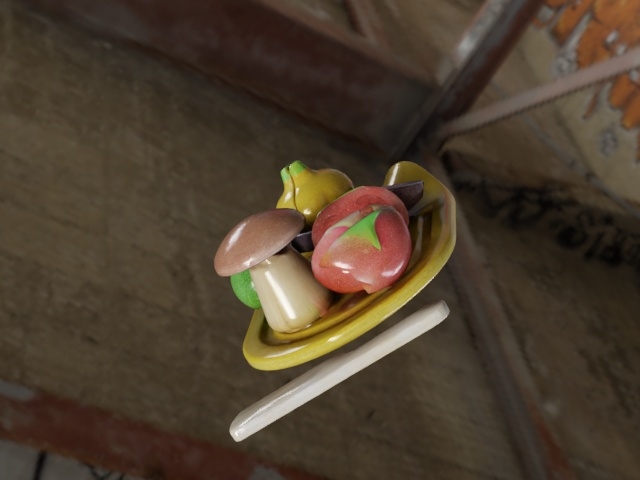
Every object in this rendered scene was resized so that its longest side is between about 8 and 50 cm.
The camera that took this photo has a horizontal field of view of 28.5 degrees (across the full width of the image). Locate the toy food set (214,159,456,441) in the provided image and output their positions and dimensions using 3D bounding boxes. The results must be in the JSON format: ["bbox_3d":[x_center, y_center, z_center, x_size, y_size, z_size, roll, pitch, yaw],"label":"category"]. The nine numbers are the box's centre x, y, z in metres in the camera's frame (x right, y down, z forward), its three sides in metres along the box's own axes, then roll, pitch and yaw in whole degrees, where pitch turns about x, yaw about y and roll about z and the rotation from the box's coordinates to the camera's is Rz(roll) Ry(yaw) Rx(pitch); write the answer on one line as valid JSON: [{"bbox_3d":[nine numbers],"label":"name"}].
[{"bbox_3d":[0.000,0.000,0.651,0.071,0.128,0.218,57,-166,-15],"label":"toy food set"}]
